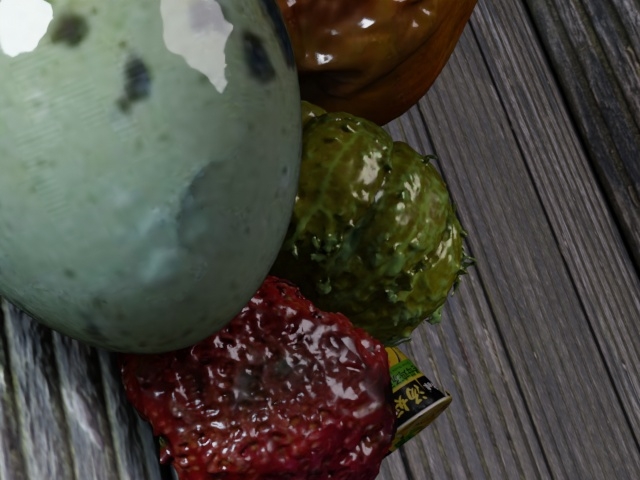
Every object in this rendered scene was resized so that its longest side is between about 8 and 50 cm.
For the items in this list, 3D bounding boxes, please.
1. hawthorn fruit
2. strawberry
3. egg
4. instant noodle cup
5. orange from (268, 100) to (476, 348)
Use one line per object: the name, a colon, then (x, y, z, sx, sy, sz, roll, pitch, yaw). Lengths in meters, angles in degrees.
hawthorn fruit: (0.002, -0.351, 2.149, 0.472, 0.472, 0.471, 48, 22, -27)
strawberry: (-0.044, 0.142, 1.639, 0.274, 0.220, 0.274, 49, 25, -33)
egg: (-0.185, -0.111, 1.485, 0.428, 0.345, 0.345, 67, 19, -4)
instant noodle cup: (0.055, 0.177, 1.946, 0.122, 0.151, 0.151, 52, 18, 10)
orange: (0.000, 0.000, 1.829, 0.223, 0.300, 0.301, -62, 144, -24)
